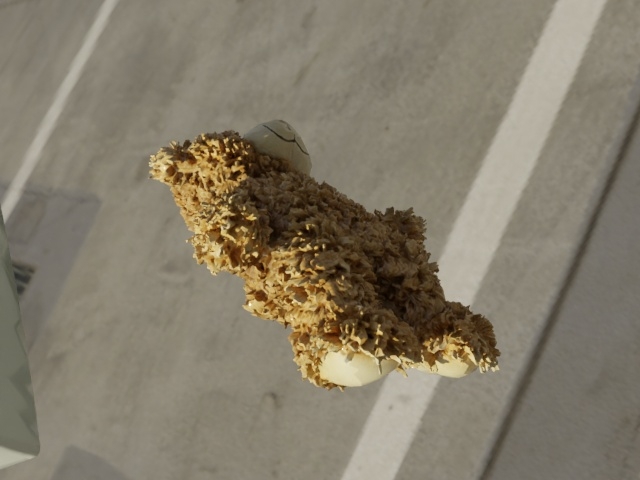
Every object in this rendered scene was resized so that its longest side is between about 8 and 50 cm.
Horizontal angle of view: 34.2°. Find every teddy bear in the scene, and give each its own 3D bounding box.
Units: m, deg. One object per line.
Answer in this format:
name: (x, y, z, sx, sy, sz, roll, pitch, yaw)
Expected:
teddy bear: (0.000, 0.000, 0.817, 0.338, 0.245, 0.113, -120, 42, -56)

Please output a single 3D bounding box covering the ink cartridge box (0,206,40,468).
ink cartridge box: (-0.196, 0.021, 0.345, 0.128, 0.176, 0.127, -19, 69, 7)
